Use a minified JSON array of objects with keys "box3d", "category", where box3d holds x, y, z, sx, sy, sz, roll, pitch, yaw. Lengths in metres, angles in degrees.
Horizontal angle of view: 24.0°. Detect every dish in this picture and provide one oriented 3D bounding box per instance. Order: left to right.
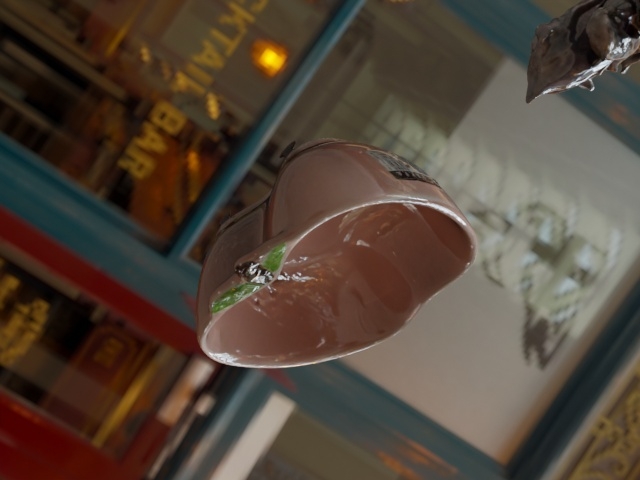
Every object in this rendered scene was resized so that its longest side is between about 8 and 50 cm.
[{"box3d":[0.000,0.000,1.076,0.213,0.213,0.090,-44,-126,34],"category":"dish"}]

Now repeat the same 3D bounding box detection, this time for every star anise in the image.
[{"box3d":[0.235,-0.171,1.133,0.230,0.081,0.262,-39,-176,-9],"category":"star anise"}]
